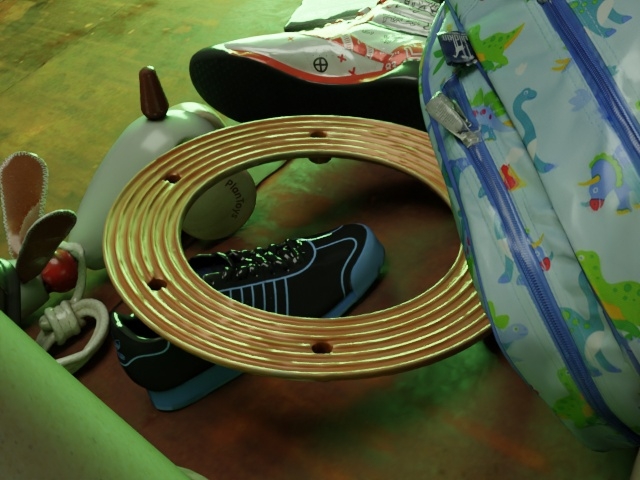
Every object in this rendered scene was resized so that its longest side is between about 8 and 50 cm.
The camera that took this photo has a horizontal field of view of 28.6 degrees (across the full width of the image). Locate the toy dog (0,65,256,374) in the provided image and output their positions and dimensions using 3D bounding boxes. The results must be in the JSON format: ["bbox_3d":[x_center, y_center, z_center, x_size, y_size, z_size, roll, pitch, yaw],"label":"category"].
[{"bbox_3d":[-0.218,-0.042,1.178,0.333,0.161,0.220,-42,35,-22],"label":"toy dog"}]

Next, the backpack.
[{"bbox_3d":[0.198,-0.041,0.798,0.273,0.290,0.355,-37,39,2],"label":"backpack"}]

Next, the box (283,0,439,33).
[{"bbox_3d":[0.097,-0.273,1.365,0.231,0.056,0.183,-3,40,33],"label":"box"}]

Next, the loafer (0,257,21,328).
[{"bbox_3d":[-0.294,0.108,1.043,0.080,0.078,0.220,-28,58,23],"label":"loafer"}]

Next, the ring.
[{"bbox_3d":[0.000,0.000,0.983,0.336,0.032,0.337,0,37,0],"label":"ring"}]

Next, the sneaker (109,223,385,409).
[{"bbox_3d":[-0.058,0.042,1.009,0.232,0.090,0.081,-34,33,-8],"label":"sneaker"}]

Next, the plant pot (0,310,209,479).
[{"bbox_3d":[-0.213,0.183,0.712,0.333,0.305,0.334,-22,33,15],"label":"plant pot"}]

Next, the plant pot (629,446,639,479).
[{"bbox_3d":[0.254,0.113,0.493,0.284,0.191,0.284,-8,62,16],"label":"plant pot"}]

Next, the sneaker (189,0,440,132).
[{"bbox_3d":[0.017,-0.179,1.237,0.270,0.090,0.145,7,44,22],"label":"sneaker"}]
